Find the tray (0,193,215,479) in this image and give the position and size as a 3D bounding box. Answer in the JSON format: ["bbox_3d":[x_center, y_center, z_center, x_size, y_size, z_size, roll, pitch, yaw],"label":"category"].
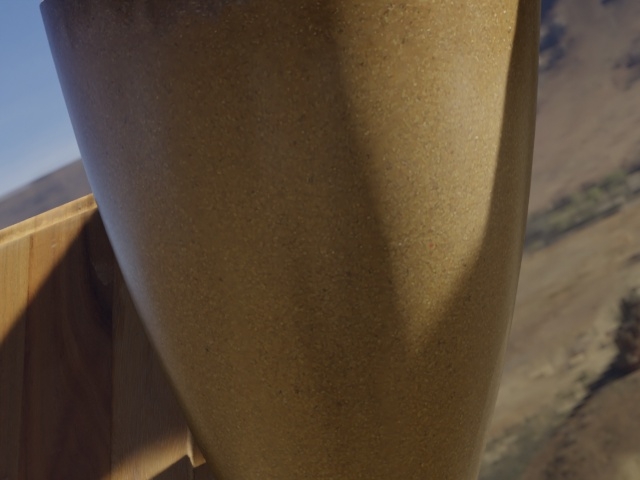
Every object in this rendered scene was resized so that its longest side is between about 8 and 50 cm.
[{"bbox_3d":[-0.129,0.158,0.921,0.203,0.411,0.076,-20,-36,23],"label":"tray"}]

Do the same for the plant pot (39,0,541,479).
[{"bbox_3d":[0.000,0.000,0.736,0.237,0.254,0.237,-6,2,0],"label":"plant pot"}]
